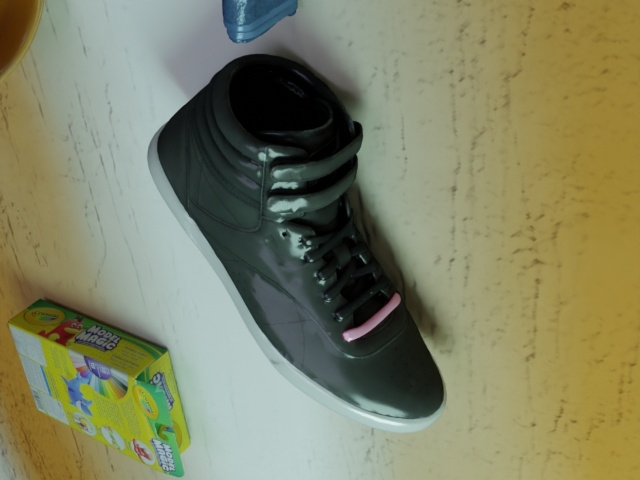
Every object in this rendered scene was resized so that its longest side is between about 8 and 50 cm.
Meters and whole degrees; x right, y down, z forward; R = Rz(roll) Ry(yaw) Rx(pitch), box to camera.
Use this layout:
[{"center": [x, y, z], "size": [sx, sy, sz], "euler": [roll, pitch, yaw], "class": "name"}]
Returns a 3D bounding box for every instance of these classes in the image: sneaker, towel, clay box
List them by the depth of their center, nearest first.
[{"center": [-0.036, -0.184, 0.640], "size": [0.029, 0.067, 0.120], "euler": [28, 136, 21], "class": "towel"}, {"center": [0.000, 0.000, 0.719], "size": [0.296, 0.104, 0.147], "euler": [50, 146, 6], "class": "sneaker"}, {"center": [-0.217, 0.151, 1.079], "size": [0.222, 0.053, 0.128], "euler": [16, 130, 32], "class": "clay box"}]

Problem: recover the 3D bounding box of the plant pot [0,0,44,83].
[{"center": [-0.349, -0.214, 0.825], "size": [0.188, 0.205, 0.205], "euler": [25, 136, 49], "class": "plant pot"}]
